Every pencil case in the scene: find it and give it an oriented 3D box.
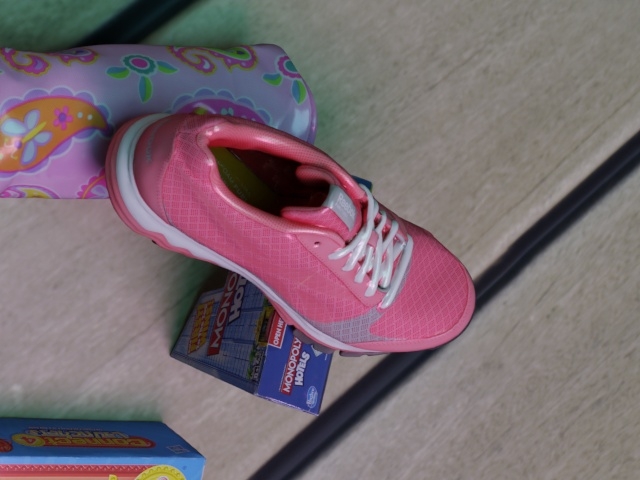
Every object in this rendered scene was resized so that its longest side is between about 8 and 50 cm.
[{"bbox_3d":[-0.144,-0.094,1.262,0.284,0.124,0.124,-5,108,-31],"label":"pencil case"}]

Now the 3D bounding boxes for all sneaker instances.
[{"bbox_3d":[0.000,0.000,1.185,0.314,0.136,0.116,26,71,-25],"label":"sneaker"}]

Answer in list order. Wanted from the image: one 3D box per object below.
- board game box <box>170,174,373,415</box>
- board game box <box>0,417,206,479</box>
[{"bbox_3d":[-0.048,0.048,1.343,0.060,0.194,0.194,21,72,-25],"label":"board game box"},{"bbox_3d":[-0.269,0.298,1.324,0.308,0.086,0.302,5,103,-33],"label":"board game box"}]
